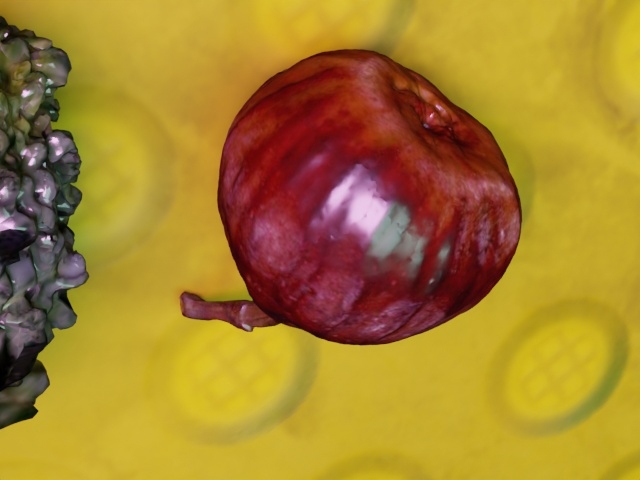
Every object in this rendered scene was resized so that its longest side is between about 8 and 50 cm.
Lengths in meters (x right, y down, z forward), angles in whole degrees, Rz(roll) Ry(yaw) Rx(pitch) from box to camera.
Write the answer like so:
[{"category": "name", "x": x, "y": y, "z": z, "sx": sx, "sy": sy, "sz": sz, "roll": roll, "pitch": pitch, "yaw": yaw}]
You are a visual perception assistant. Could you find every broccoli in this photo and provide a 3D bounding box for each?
[{"category": "broccoli", "x": -0.227, "y": -0.022, "z": 0.482, "sx": 0.304, "sy": 0.145, "sz": 0.165, "roll": 10, "pitch": 123, "yaw": -18}]

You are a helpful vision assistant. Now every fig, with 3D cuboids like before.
[{"category": "fig", "x": 0.005, "y": -0.010, "z": 0.587, "sx": 0.150, "sy": 0.128, "sz": 0.128, "roll": -26, "pitch": 125, "yaw": -3}]
